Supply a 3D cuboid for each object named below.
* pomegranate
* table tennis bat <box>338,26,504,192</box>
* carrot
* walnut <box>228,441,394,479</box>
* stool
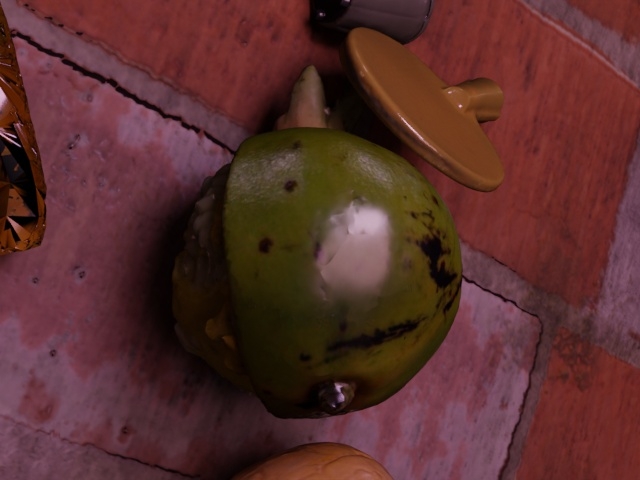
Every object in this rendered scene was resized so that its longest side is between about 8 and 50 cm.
[{"bbox_3d":[0.000,0.000,1.091,0.260,0.260,0.340,26,56,-34],"label":"pomegranate"},{"bbox_3d":[0.119,-0.131,1.210,0.198,0.050,0.321,48,22,9],"label":"table tennis bat"},{"bbox_3d":[-0.265,-0.103,0.995,0.069,0.069,0.228,-14,94,-37],"label":"carrot"},{"bbox_3d":[-0.011,0.265,1.111,0.197,0.165,0.165,-9,93,-34],"label":"walnut"},{"bbox_3d":[0.051,-0.243,1.227,0.110,0.096,0.096,1,87,-32],"label":"stool"}]
